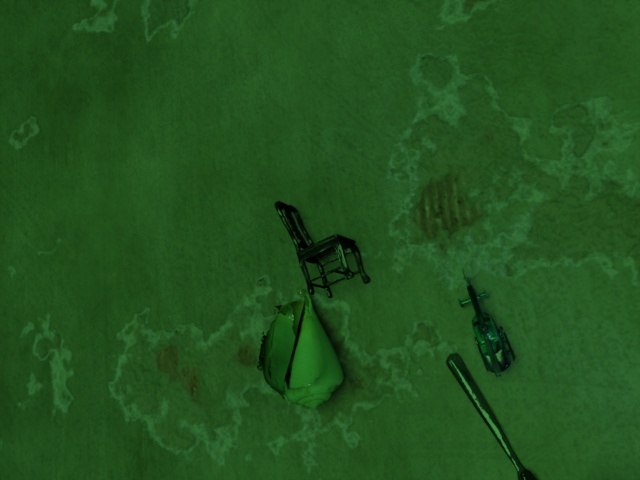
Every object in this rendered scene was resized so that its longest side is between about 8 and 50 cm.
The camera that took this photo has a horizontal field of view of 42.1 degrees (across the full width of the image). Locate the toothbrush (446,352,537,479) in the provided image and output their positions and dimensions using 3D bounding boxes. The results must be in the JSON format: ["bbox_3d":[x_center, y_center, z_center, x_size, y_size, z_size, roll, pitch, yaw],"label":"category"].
[{"bbox_3d":[0.324,0.342,1.586,0.030,0.030,0.297,-27,67,-10],"label":"toothbrush"}]

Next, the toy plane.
[{"bbox_3d":[0.312,0.166,1.589,0.060,0.096,0.235,-25,54,15],"label":"toy plane"}]

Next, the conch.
[{"bbox_3d":[-0.050,0.232,1.708,0.143,0.137,0.250,-35,69,15],"label":"conch"}]

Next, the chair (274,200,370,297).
[{"bbox_3d":[0.000,0.000,1.746,0.113,0.106,0.229,-26,72,18],"label":"chair"}]
